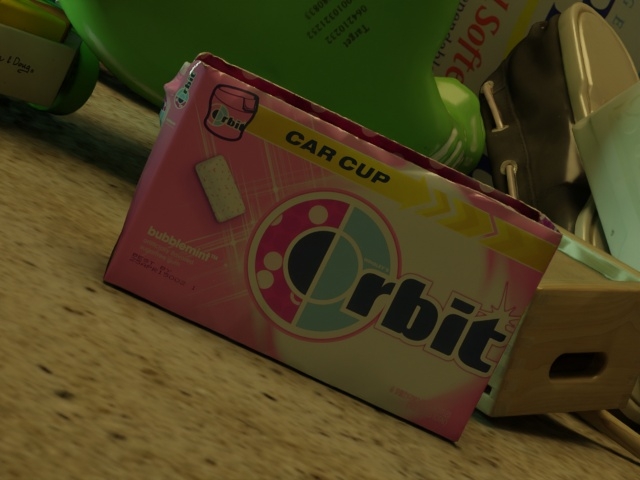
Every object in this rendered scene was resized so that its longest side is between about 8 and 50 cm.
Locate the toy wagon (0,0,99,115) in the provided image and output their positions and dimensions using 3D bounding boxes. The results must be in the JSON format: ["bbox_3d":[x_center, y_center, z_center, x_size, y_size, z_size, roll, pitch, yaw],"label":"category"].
[{"bbox_3d":[-0.300,-0.174,1.142,0.344,0.068,0.267,33,11,36],"label":"toy wagon"}]

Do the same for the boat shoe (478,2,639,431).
[{"bbox_3d":[0.157,-0.007,1.178,0.112,0.095,0.335,35,38,-31],"label":"boat shoe"}]

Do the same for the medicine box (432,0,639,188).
[{"bbox_3d":[0.077,-0.135,1.363,0.289,0.263,0.149,23,10,-16],"label":"medicine box"}]

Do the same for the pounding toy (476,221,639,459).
[{"bbox_3d":[0.111,0.051,0.991,0.141,0.100,0.130,2,23,-44],"label":"pounding toy"}]

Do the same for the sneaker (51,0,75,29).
[{"bbox_3d":[-0.263,-0.236,1.446,0.276,0.097,0.135,30,29,28],"label":"sneaker"}]

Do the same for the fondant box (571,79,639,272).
[{"bbox_3d":[0.315,0.047,1.154,0.330,0.096,0.238,17,48,-41],"label":"fondant box"}]

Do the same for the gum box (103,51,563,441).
[{"bbox_3d":[0.000,0.000,0.862,0.188,0.107,0.062,25,9,-7],"label":"gum box"}]

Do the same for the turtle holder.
[{"bbox_3d":[-0.013,-0.182,1.135,0.320,0.243,0.227,21,12,-8],"label":"turtle holder"}]
